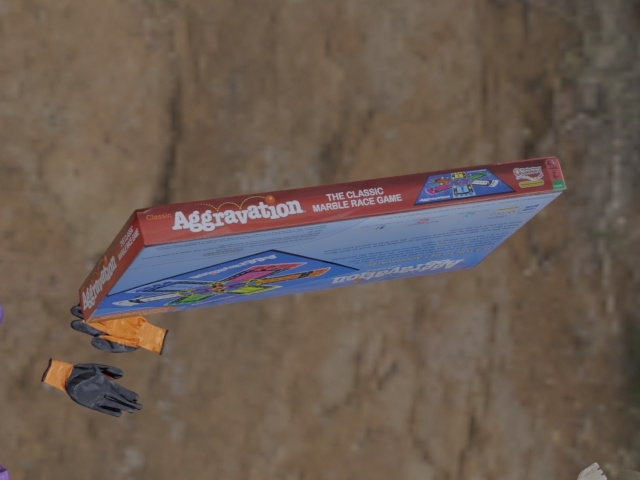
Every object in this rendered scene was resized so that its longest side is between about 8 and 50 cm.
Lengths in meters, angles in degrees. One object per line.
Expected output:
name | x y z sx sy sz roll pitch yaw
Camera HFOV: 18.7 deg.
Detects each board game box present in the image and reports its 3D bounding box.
board game box | 0.000 0.000 1.220 0.281 0.145 0.027 -8 71 -24

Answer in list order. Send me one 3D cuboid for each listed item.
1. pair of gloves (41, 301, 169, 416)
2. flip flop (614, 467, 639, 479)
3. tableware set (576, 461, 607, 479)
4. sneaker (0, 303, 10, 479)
pair of gloves | -0.153 0.083 1.391 0.074 0.010 0.083 23 62 -5
flip flop | 0.356 0.187 1.469 0.112 0.277 0.080 35 64 -52
tableware set | 0.232 0.229 1.340 0.020 0.141 0.168 74 0 -77
sneaker | -0.268 0.152 1.398 0.104 0.095 0.236 26 70 -31
